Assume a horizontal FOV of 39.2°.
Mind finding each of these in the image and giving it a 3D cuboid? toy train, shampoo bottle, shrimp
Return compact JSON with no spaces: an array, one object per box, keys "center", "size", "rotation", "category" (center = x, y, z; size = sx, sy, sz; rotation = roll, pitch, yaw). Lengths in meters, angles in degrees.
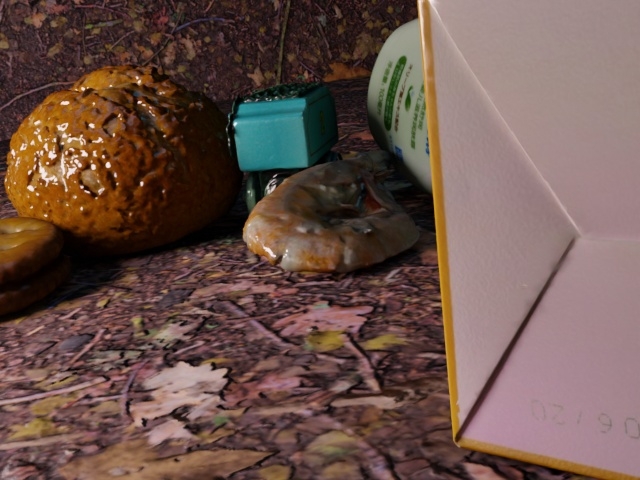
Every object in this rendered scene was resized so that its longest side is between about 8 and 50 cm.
[{"center":[-0.036,-0.111,1.112],"size":[0.112,0.163,0.203],"rotation":[-3,16,11],"category":"toy train"},{"center":[0.189,-0.131,1.012],"size":[0.151,0.222,0.349],"rotation":[4,21,-27],"category":"shampoo bottle"},{"center":[0.039,-0.036,0.965],"size":[0.164,0.062,0.317],"rotation":[21,29,18],"category":"shrimp"}]

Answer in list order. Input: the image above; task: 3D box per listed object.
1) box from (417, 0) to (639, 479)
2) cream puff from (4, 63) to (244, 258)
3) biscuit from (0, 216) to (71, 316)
[{"center":[0.229,-0.024,0.458],"size":[0.283,0.260,0.214],"rotation":[4,17,37],"category":"box"},{"center":[-0.240,-0.105,1.104],"size":[0.303,0.212,0.303],"rotation":[-5,19,2],"category":"cream puff"},{"center":[-0.370,0.032,0.930],"size":[0.220,0.066,0.220],"rotation":[-8,15,2],"category":"biscuit"}]
